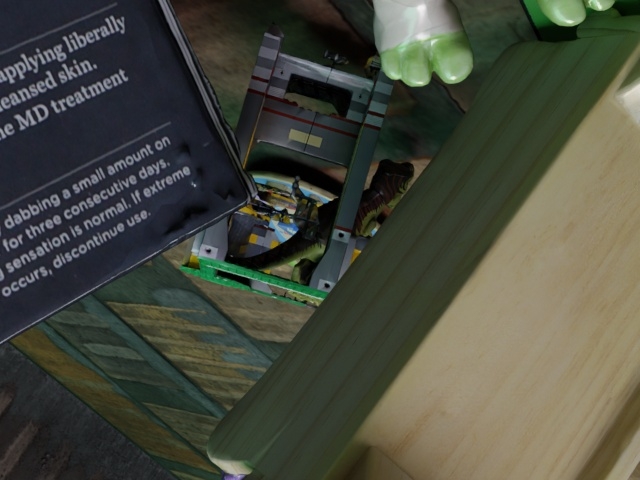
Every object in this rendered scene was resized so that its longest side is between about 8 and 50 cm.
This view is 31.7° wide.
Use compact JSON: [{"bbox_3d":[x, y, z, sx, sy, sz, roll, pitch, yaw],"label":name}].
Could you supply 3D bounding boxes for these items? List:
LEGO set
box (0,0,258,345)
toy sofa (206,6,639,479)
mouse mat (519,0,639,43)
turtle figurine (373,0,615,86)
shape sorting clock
[{"bbox_3d":[0.050,-0.036,0.857,0.331,0.192,0.255,15,173,6],"label":"LEGO set"},{"bbox_3d":[-0.361,-0.160,0.753,0.480,0.297,0.471,-5,112,54],"label":"box"},{"bbox_3d":[0.115,0.048,0.632,0.150,0.362,0.177,44,165,-23],"label":"toy sofa"},{"bbox_3d":[0.197,-0.134,0.642,0.190,0.007,0.152,7,146,42],"label":"mouse mat"},{"bbox_3d":[0.089,-0.167,0.479,0.275,0.197,0.266,26,158,24],"label":"turtle figurine"},{"bbox_3d":[0.000,0.000,1.097,0.206,0.040,0.206,27,156,14],"label":"shape sorting clock"}]
